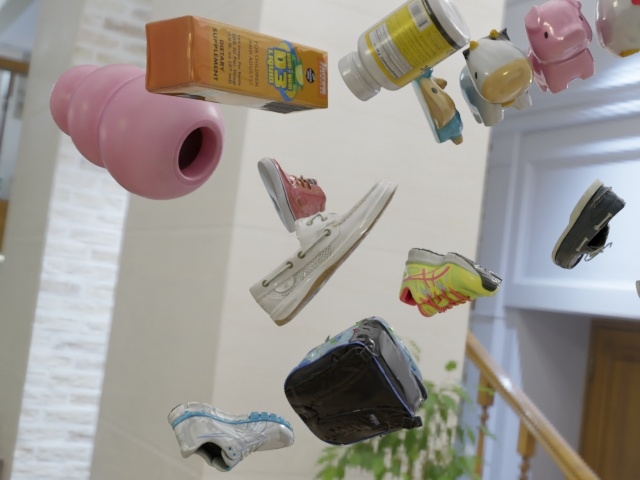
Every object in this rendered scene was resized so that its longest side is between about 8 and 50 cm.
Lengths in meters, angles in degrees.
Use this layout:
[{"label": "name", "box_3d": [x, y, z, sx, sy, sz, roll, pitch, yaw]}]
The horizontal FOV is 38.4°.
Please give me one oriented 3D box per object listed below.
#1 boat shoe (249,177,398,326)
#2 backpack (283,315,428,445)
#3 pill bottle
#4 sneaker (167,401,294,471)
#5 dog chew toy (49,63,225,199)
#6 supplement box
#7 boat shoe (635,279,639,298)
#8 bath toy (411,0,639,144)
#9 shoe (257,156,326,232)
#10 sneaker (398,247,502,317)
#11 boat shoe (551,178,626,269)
[{"label": "boat shoe", "box_3d": [0.000, 0.000, 1.372, 0.096, 0.277, 0.098, 43, 3, 6]}, {"label": "backpack", "box_3d": [0.033, 0.134, 0.863, 0.114, 0.105, 0.084, -29, 9, 32]}, {"label": "pill bottle", "box_3d": [0.075, -0.180, 0.858, 0.116, 0.065, 0.065, -30, -23, 26]}, {"label": "sneaker", "box_3d": [-0.116, 0.278, 1.249, 0.191, 0.083, 0.071, 13, -49, -32]}, {"label": "dog chew toy", "box_3d": [-0.316, -0.197, 1.509, 0.332, 0.206, 0.207, 26, 6, 31]}, {"label": "supplement box", "box_3d": [-0.087, -0.194, 1.040, 0.080, 0.078, 0.233, -1, 0, 36]}, {"label": "boat shoe", "box_3d": [0.623, 0.090, 1.716, 0.038, 0.046, 0.125, -17, -6, -2]}, {"label": "bath toy", "box_3d": [0.283, -0.248, 1.174, 0.348, 0.129, 0.151, -27, 11, -4]}, {"label": "shoe", "box_3d": [-0.045, -0.091, 1.547, 0.063, 0.081, 0.178, 50, -12, 38]}, {"label": "sneaker", "box_3d": [0.180, 0.070, 1.312, 0.081, 0.094, 0.208, 29, -9, -21]}, {"label": "boat shoe", "box_3d": [0.500, -0.014, 1.708, 0.079, 0.095, 0.254, 39, -31, 21]}]
